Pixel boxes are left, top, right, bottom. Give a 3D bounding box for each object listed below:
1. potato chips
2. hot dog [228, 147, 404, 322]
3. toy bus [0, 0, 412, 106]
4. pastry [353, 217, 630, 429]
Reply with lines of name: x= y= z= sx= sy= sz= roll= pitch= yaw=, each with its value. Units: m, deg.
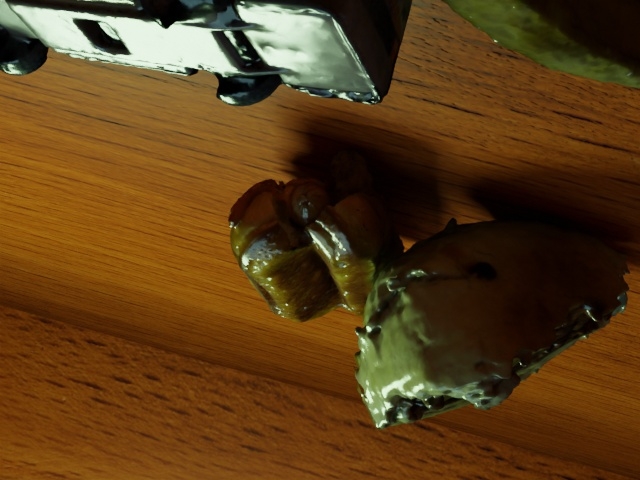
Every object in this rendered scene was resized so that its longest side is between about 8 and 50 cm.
potato chips: x=0.078 y=-0.159 z=0.669 sx=0.080 sy=0.057 sz=0.407 roll=-14 pitch=153 yaw=30
hot dog: x=0.000 y=0.000 z=1.340 sx=0.158 sy=0.117 sz=0.349 roll=-6 pitch=166 yaw=7
toy bus: x=-0.106 y=-0.162 z=0.752 sx=0.317 sy=0.138 sz=0.112 roll=13 pitch=162 yaw=20
pastry: x=0.143 y=0.066 z=1.271 sx=0.256 sy=0.170 sz=0.237 roll=-24 pitch=170 yaw=-30
